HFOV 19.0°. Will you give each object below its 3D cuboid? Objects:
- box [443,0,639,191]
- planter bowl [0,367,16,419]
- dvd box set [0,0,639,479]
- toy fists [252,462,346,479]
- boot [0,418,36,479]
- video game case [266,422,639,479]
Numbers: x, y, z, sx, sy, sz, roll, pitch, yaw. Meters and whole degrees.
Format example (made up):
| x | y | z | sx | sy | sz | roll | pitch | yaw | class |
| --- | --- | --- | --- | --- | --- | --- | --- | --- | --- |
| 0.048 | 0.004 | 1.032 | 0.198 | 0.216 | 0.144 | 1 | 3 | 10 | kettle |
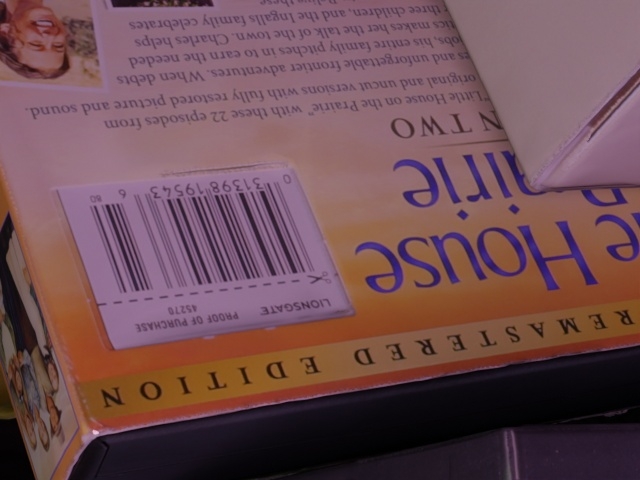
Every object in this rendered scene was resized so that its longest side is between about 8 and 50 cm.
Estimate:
| x | y | z | sx | sy | sz | roll | pitch | yaw | class |
| --- | --- | --- | --- | --- | --- | --- | --- | --- | --- |
| 0.102 | -0.177 | 0.718 | 0.121 | 0.148 | 0.311 | -51 | 54 | 44 | box |
| -0.160 | -0.003 | 1.164 | 0.217 | 0.090 | 0.217 | 5 | 96 | 55 | planter bowl |
| -0.019 | -0.113 | 0.757 | 0.420 | 0.308 | 0.062 | 67 | 148 | 26 | dvd box set |
| 0.000 | 0.000 | 0.839 | 0.142 | 0.096 | 0.279 | -23 | 40 | 52 | toy fists |
| -0.249 | 0.262 | 1.312 | 0.264 | 0.096 | 0.280 | 55 | 136 | 37 | boot |
| 0.093 | 0.092 | 0.634 | 0.248 | 0.275 | 0.035 | -21 | 69 | 54 | video game case |
